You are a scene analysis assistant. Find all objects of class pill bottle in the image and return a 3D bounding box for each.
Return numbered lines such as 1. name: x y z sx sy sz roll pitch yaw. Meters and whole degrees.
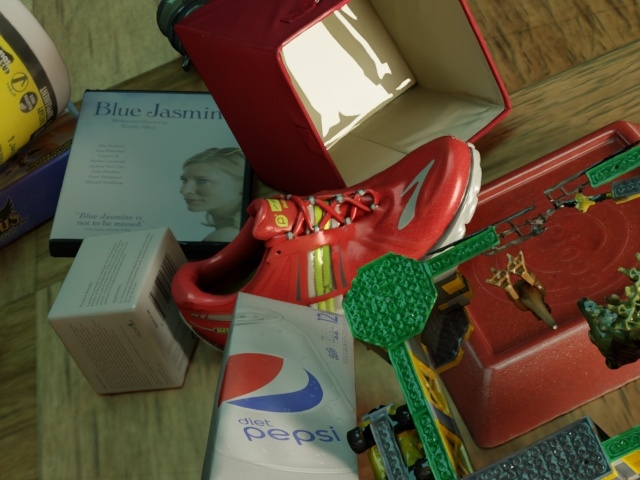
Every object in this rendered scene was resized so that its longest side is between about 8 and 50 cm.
1. pill bottle: -0.422 -0.103 1.379 0.188 0.188 0.334 20 56 45

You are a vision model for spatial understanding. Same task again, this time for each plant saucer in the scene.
1. plant saucer: 0.189 0.012 1.094 0.259 0.047 0.258 -26 36 1

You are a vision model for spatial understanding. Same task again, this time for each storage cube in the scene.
1. storage cube: 0.018 -0.153 1.269 0.184 0.215 0.193 -40 32 -17

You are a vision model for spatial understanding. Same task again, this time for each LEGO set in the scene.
1. LEGO set: 0.194 0.079 0.872 0.331 0.192 0.255 -35 56 10

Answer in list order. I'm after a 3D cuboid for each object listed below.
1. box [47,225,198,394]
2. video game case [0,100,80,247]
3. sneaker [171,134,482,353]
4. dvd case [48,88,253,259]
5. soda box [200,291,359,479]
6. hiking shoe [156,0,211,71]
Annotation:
1. box: -0.160 0.060 1.195 0.087 0.102 0.101 -7 41 21
2. video game case: -0.377 -0.069 1.519 0.269 0.061 0.244 -32 36 -9
3. sneaker: 0.000 0.000 1.114 0.279 0.118 0.107 -34 38 18
4. dvd case: -0.155 -0.069 1.367 0.180 0.022 0.253 1 39 0
5. soda box: -0.029 0.138 0.933 0.091 0.098 0.286 12 21 -4
6. hiking shoe: -0.064 -0.259 1.570 0.227 0.086 0.114 -29 52 1
